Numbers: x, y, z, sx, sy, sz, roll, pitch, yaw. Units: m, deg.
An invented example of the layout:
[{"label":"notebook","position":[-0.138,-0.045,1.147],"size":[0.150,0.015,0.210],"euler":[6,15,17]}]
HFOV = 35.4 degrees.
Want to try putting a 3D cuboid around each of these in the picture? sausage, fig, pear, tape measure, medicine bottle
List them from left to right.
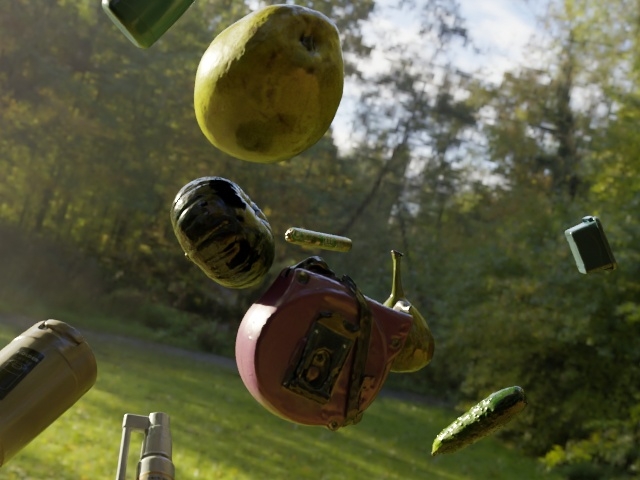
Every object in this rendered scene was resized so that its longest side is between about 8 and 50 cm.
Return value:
[{"label":"medicine bottle","position":[-0.270,0.362,1.546],"size":[0.092,0.061,0.220],"euler":[8,41,-12]},{"label":"pear","position":[-0.082,-0.260,1.678],"size":[0.253,0.252,0.307],"euler":[16,-29,-26]},{"label":"tape measure","position":[-0.002,0.157,1.512],"size":[0.232,0.245,0.149],"euler":[25,-5,-21]},{"label":"sausage","position":[0.000,0.000,2.043],"size":[0.033,0.032,0.269],"euler":[14,2,29]},{"label":"fig","position":[0.182,0.157,2.156],"size":[0.152,0.259,0.151],"euler":[6,5,-1]}]

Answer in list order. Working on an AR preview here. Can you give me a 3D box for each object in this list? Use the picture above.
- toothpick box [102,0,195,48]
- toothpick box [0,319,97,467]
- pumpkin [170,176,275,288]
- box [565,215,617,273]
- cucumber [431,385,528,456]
[{"label":"toothpick box","position":[-0.304,-0.458,1.869],"size":[0.120,0.184,0.120],"euler":[45,-5,5]},{"label":"toothpick box","position":[-0.364,0.185,1.207],"size":[0.111,0.111,0.180],"euler":[15,31,20]},{"label":"pumpkin","position":[-0.160,-0.011,1.626],"size":[0.202,0.140,0.202],"euler":[53,3,-4]},{"label":"box","position":[0.463,0.012,1.727],"size":[0.054,0.099,0.074],"euler":[-22,1,0]},{"label":"cucumber","position":[0.302,0.354,1.936],"size":[0.069,0.227,0.069],"euler":[44,22,-23]}]
